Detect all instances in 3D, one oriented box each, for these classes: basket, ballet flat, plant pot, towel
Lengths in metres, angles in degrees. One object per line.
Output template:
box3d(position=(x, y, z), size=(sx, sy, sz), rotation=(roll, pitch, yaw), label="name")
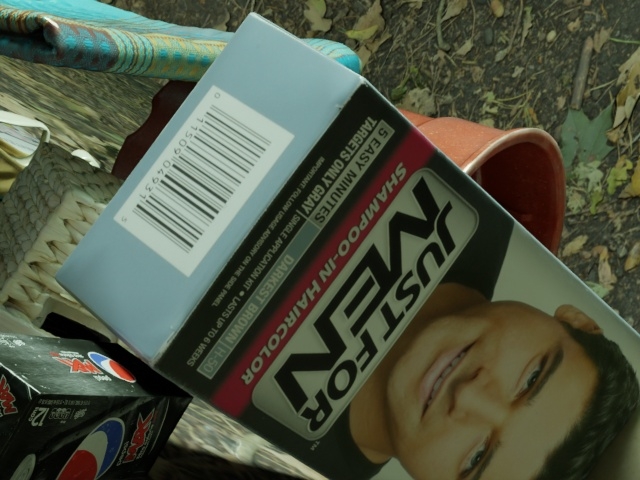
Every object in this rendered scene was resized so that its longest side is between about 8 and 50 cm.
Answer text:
box3d(position=(-0.149, 0.015, 1.132), size=(0.113, 0.103, 0.167), rotation=(29, 5, -20), label="basket")
box3d(position=(-0.225, -0.053, 1.485), size=(0.232, 0.073, 0.080), rotation=(26, 7, -35), label="ballet flat")
box3d(position=(0.000, 0.000, 1.338), size=(0.265, 0.272, 0.272), rotation=(25, 3, 26), label="plant pot")
box3d(position=(-0.163, -0.139, 1.166), size=(0.271, 0.040, 0.370), rotation=(14, 7, 26), label="towel")

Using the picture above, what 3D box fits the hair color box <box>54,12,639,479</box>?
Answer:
box3d(position=(0.041, 0.050, 1.078), size=(0.113, 0.185, 0.374), rotation=(35, -2, 44), label="hair color box")

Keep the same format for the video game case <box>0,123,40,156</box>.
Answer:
box3d(position=(-0.371, -0.131, 1.616), size=(0.275, 0.035, 0.248), rotation=(34, 7, 33), label="video game case")

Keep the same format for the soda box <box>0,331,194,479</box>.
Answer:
box3d(position=(-0.129, 0.083, 0.893), size=(0.060, 0.053, 0.169), rotation=(33, 7, 20), label="soda box")

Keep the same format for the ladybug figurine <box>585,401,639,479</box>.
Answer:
box3d(position=(0.332, 0.234, 1.321), size=(0.449, 0.162, 0.305), rotation=(27, 9, -42), label="ladybug figurine")
